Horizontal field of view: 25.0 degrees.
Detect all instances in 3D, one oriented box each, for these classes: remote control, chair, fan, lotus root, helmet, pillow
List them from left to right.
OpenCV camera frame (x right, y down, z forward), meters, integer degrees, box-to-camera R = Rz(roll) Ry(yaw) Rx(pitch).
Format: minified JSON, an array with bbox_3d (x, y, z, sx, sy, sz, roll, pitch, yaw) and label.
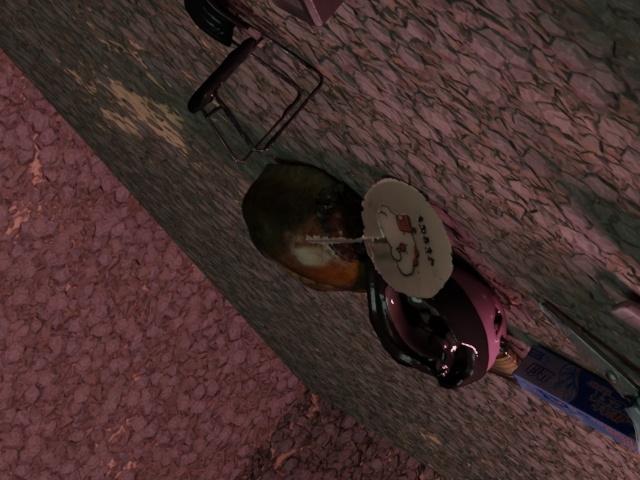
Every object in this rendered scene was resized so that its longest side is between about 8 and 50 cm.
[{"bbox_3d":[-0.130,-0.235,1.982,0.221,0.145,0.140,43,167,-9],"label":"chair"},{"bbox_3d":[0.013,0.009,2.426,0.267,0.149,0.260,42,169,-23],"label":"lotus root"},{"bbox_3d":[0.083,-0.002,2.197,0.329,0.009,0.191,-2,108,51],"label":"fan"},{"bbox_3d":[0.191,0.113,2.255,0.253,0.154,0.198,48,152,49],"label":"helmet"},{"bbox_3d":[0.266,0.173,2.465,0.212,0.052,0.208,48,169,-30],"label":"pillow"},{"bbox_3d":[0.454,0.131,1.832,0.184,0.027,0.050,35,169,-1],"label":"remote control"}]

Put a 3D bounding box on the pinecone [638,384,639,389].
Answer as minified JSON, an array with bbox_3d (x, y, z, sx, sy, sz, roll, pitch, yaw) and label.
[{"bbox_3d":[0.448,0.155,1.646,0.173,0.173,0.173,38,168,10],"label":"pinecone"}]

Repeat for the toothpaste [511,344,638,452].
[{"bbox_3d":[0.422,0.249,2.238,0.272,0.066,0.053,28,163,41],"label":"toothpaste"}]

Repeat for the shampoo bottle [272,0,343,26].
[{"bbox_3d":[-0.037,-0.331,1.510,0.080,0.079,0.246,31,165,29],"label":"shampoo bottle"}]

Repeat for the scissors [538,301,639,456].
[{"bbox_3d":[0.440,0.217,2.069,0.360,0.029,0.191,45,145,9],"label":"scissors"}]
